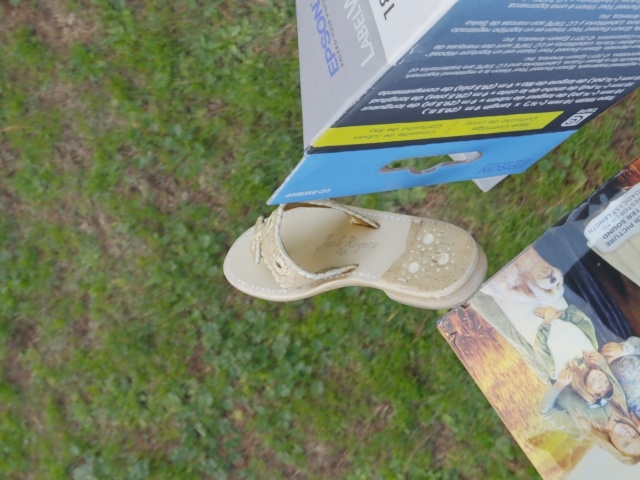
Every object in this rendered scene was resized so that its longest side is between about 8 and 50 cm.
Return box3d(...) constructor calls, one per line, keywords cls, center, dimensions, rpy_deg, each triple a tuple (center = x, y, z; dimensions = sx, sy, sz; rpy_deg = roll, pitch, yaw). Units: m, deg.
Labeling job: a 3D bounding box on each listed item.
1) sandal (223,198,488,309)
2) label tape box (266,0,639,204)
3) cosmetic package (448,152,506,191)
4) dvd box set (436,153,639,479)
box3d(cls="sandal", center=(0.002, -0.006, 0.728), dimensions=(0.240, 0.088, 0.079), rpy_deg=(5, 152, 39))
box3d(cls="label tape box", center=(0.120, -0.145, 0.596), dimensions=(0.333, 0.240, 0.106), rpy_deg=(-39, 64, 55))
box3d(cls="cosmetic package", center=(0.125, -0.165, 0.827), dimensions=(0.127, 0.107, 0.238), rpy_deg=(-36, 136, 0))
box3d(cls="dvd box set", center=(0.331, 0.138, 0.926), dimensions=(0.307, 0.062, 0.420), rpy_deg=(-40, 48, 10))
